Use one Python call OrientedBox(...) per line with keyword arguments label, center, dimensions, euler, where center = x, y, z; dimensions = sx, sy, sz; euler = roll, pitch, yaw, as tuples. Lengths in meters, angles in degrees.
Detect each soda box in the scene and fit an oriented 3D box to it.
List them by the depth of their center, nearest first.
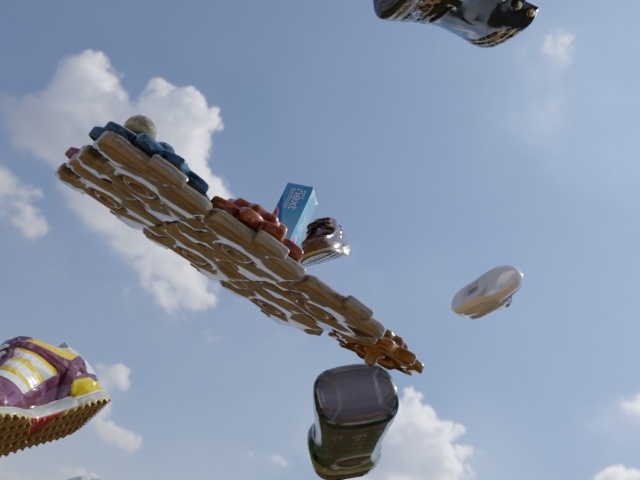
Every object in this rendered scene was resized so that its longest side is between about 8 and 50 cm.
OrientedBox(label="soda box", center=(-0.079, -0.034, 1.516), dimensions=(0.071, 0.210, 0.067), euler=(14, -31, 18))

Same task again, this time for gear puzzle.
OrientedBox(label="gear puzzle", center=(-0.034, 0.020, 0.498), dimensions=(0.339, 0.044, 0.175), euler=(37, -21, -25))

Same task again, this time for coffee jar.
OrientedBox(label="coffee jar", center=(0.034, 0.226, 0.779), dimensions=(0.096, 0.079, 0.184), euler=(-6, -39, -10))

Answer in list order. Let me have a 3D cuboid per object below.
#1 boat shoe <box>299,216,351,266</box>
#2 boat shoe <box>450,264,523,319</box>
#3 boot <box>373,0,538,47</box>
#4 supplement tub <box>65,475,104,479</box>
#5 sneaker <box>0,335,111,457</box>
OrientedBox(label="boat shoe", center=(0.000, 0.000, 0.870), dimensions=(0.064, 0.060, 0.178), euler=(-16, -1, 10))
OrientedBox(label="boat shoe", center=(0.316, 0.104, 1.179), dimensions=(0.063, 0.066, 0.184), euler=(29, -39, -13))
OrientedBox(label="boot", center=(0.195, -0.304, 0.715), dimensions=(0.179, 0.085, 0.236), euler=(6, -19, -36))
OrientedBox(label="supplement tub", center=(-0.328, 0.398, 0.865), dimensions=(0.117, 0.117, 0.190), euler=(34, -15, -11))
OrientedBox(label="sneaker", center=(-0.250, 0.118, 0.499), dimensions=(0.084, 0.069, 0.185), euler=(50, 9, 19))
